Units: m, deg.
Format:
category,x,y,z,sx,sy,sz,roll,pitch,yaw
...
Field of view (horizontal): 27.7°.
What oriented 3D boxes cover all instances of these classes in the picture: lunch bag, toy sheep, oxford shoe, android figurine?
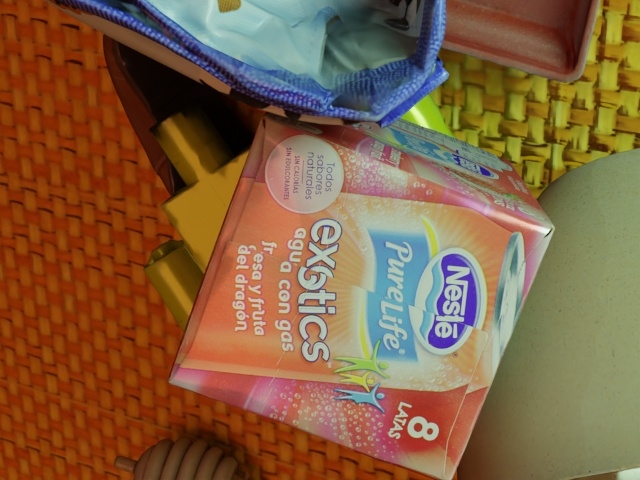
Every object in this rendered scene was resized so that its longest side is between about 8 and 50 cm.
category,x,y,z,sx,sy,sz,roll,pitch,yaw
lunch bag,-0.073,-0.232,0.657,0.239,0.328,0.385,-32,99,5
toy sheep,-0.117,0.213,1.128,0.132,0.091,0.091,11,120,4
oxford shoe,-0.105,-0.080,1.003,0.076,0.076,0.212,9,125,60
android figurine,0.000,0.000,0.938,0.248,0.056,0.273,-30,97,12

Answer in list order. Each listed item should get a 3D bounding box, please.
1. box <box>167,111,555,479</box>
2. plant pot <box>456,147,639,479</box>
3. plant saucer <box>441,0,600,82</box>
category,x,y,z,sx,sy,sz,roll,pitch,yaw
box,0.028,0.006,0.751,0.154,0.300,0.142,20,101,0
plant pot,0.213,0.052,0.778,0.284,0.284,0.191,-18,69,35
plant saucer,0.075,-0.257,0.816,0.259,0.048,0.258,20,121,21
